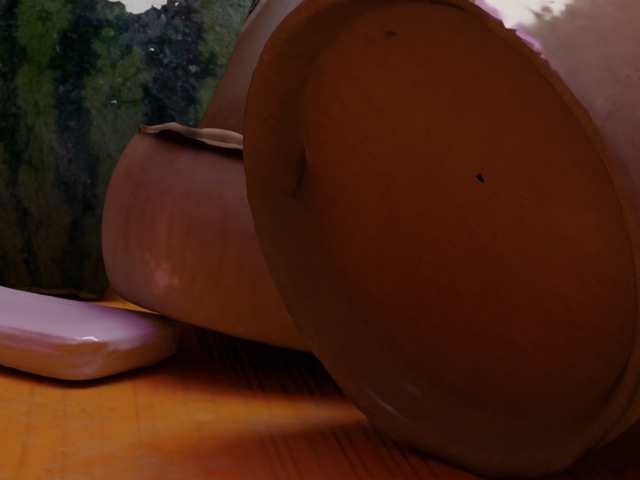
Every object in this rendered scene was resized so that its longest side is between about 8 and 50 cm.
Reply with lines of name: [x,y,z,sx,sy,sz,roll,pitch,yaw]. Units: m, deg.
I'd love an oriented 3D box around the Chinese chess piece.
Chinese chess piece: [0.000,0.000,1.017,0.257,0.104,0.257,11,6,-1]

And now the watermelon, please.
watermelon: [-0.165,-0.080,1.240,0.250,0.283,0.292,-5,-17,17]

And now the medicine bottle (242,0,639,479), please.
medicine bottle: [0.182,-0.074,0.861,0.406,0.235,0.236,-28,26,-38]

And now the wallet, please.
wallet: [-0.176,0.047,0.973,0.190,0.033,0.095,9,8,30]

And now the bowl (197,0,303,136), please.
bowl: [-0.068,-0.115,1.493,0.157,0.345,0.345,39,-3,-17]
